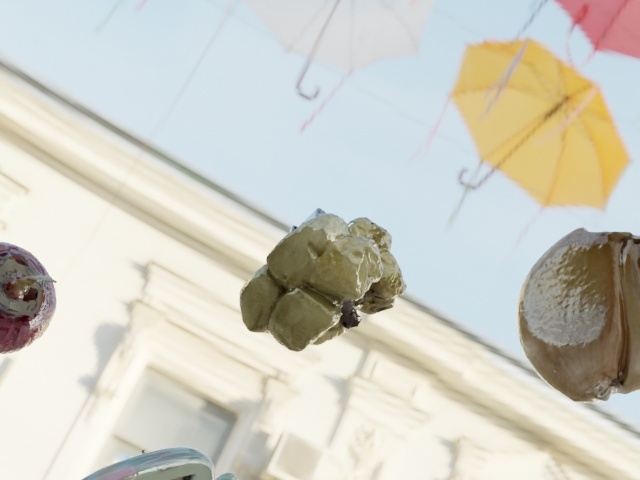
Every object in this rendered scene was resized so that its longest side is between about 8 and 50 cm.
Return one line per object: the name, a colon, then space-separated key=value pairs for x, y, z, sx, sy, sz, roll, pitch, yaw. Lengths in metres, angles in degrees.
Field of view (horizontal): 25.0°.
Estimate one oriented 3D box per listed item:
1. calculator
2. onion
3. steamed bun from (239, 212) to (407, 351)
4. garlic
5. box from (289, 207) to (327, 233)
calculator: x=-0.201 y=0.306 z=1.545 sx=0.041 sy=0.299 sz=0.185 roll=32 pitch=-66 yaw=32
onion: x=-0.496 y=0.089 z=2.229 sx=0.177 sy=0.177 sz=0.153 roll=27 pitch=-18 yaw=-2
steamed bun: x=0.004 y=0.062 z=1.646 sx=0.192 sy=0.106 sz=0.177 roll=-39 pitch=-23 yaw=14
garlic: x=0.341 y=0.095 z=1.725 sx=0.217 sy=0.228 sz=0.110 roll=2 pitch=-24 yaw=34
box: x=0.000 y=0.000 z=1.975 sx=0.074 sy=0.099 sz=0.054 roll=41 pitch=-74 yaw=-10
